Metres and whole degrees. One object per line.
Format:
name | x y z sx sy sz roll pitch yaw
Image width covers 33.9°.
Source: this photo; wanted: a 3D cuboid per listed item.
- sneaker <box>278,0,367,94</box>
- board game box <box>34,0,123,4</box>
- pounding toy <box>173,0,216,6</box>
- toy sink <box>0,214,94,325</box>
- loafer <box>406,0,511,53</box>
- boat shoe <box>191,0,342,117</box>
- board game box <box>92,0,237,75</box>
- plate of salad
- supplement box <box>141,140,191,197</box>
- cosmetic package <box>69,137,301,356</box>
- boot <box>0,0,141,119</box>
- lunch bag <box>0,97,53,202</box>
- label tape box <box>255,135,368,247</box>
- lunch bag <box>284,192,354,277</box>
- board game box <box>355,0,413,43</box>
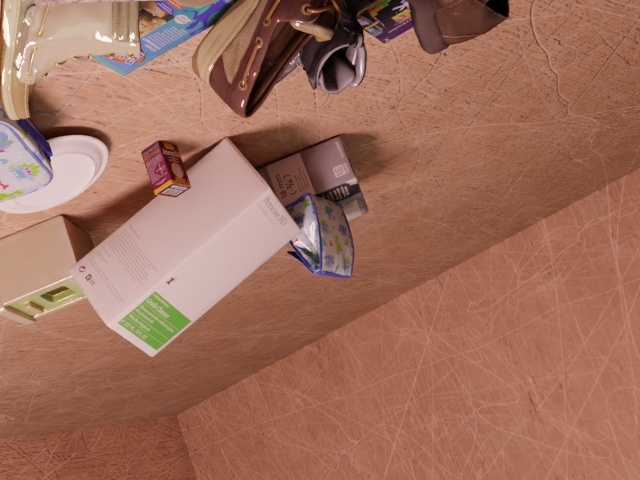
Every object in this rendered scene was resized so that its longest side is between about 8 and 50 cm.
sneaker | -0.023 -0.260 1.495 0.101 0.153 0.268 -10 161 -32
board game box | -0.138 -0.348 0.826 0.232 0.291 0.141 -10 160 -32
pounding toy | -0.126 -0.377 1.139 0.237 0.110 0.183 -47 158 -16
toy sink | -0.542 0.071 1.955 0.234 0.131 0.153 -21 163 2
loafer | 0.143 -0.320 1.141 0.130 0.134 0.366 -12 170 11
boat shoe | -0.019 -0.298 1.330 0.342 0.123 0.123 -46 159 18
board game box | -0.211 -0.297 1.333 0.210 0.047 0.160 -26 164 14
plate of salad | -0.432 -0.110 1.664 0.199 0.048 0.200 -27 159 -11
supplement box | -0.261 -0.119 1.778 0.043 0.083 0.055 -30 162 26
cosmetic package | -0.237 0.014 1.886 0.365 0.155 0.197 -40 151 -1
boot | -0.296 -0.228 1.252 0.165 0.077 0.213 2 134 -16
lunch bag | -0.477 -0.127 1.459 0.176 0.090 0.219 -18 158 1
label tape box | -0.083 -0.069 2.122 0.333 0.106 0.240 -22 163 2
lunch bag | 0.000 0.000 1.995 0.096 0.151 0.128 -31 159 25
board game box | 0.129 -0.365 1.538 0.170 0.048 0.141 -28 161 22
